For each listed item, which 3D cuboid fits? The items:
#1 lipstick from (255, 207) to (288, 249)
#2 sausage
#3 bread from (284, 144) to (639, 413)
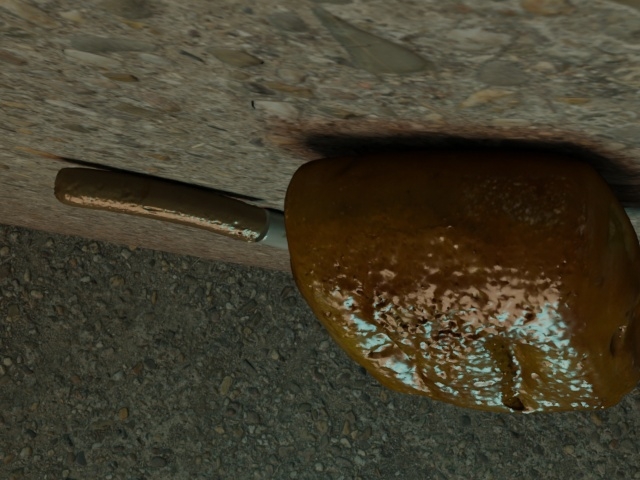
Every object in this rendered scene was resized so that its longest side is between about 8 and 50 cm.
[{"bbox_3d":[0.000,0.000,1.411,0.263,0.059,0.059,14,173,-39],"label":"lipstick"},{"bbox_3d":[-0.228,-0.055,1.205,0.301,0.066,0.065,11,174,-21],"label":"sausage"},{"bbox_3d":[0.132,0.052,0.794,0.336,0.148,0.328,3,152,27],"label":"bread"}]
